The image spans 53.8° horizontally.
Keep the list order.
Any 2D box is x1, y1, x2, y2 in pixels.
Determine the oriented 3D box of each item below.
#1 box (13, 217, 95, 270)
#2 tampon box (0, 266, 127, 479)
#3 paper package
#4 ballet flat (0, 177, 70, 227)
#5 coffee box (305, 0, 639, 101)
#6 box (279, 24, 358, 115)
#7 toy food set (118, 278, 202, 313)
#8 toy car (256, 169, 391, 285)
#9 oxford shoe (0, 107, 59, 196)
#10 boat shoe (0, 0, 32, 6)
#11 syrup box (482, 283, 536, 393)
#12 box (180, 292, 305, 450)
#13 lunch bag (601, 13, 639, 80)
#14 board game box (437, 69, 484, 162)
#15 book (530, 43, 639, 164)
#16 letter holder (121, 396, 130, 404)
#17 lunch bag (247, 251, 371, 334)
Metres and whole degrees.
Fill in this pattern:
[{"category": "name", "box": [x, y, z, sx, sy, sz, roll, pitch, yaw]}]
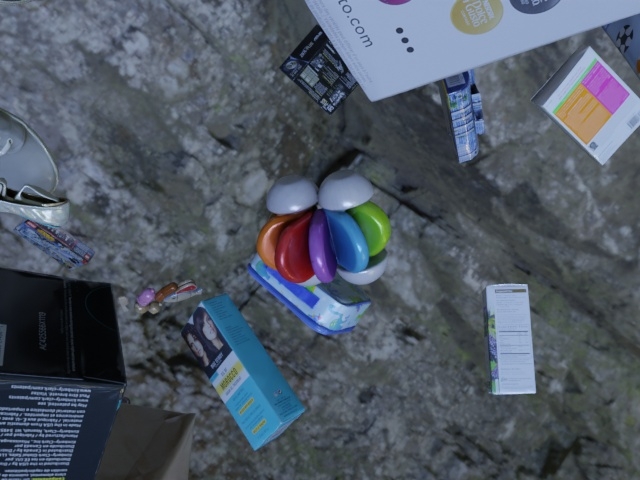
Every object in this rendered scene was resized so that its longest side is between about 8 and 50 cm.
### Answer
[{"category": "box", "box": [-0.515, 0.001, 1.220, 0.137, 0.027, 0.093, 42, 143, -26]}, {"category": "tampon box", "box": [-0.199, 0.115, 0.397, 0.101, 0.161, 0.120, 13, -160, -29]}, {"category": "paper package", "box": [-0.303, 0.437, 0.887, 0.168, 0.325, 0.309, 10, -167, 0]}, {"category": "ballet flat", "box": [-0.453, -0.066, 0.923, 0.168, 0.052, 0.057, 16, -154, -27]}, {"category": "coffee box", "box": [0.137, -0.415, 0.625, 0.334, 0.338, 0.338, -12, 142, 29]}, {"category": "box", "box": [0.008, -0.434, 1.619, 0.180, 0.147, 0.077, 31, -166, -50]}, {"category": "toy food set", "box": [-0.238, 0.087, 0.953, 0.078, 0.122, 0.019, 104, 147, -61]}, {"category": "toy car", "box": [0.000, 0.000, 0.840, 0.181, 0.136, 0.159, -3, 117, 21]}, {"category": "oxford shoe", "box": [-0.658, -0.200, 1.170, 0.130, 0.169, 0.449, 61, 179, 36]}, {"category": "boat shoe", "box": [-0.291, -0.357, 0.785, 0.092, 0.285, 0.103, 19, 130, 33]}, {"category": "syrup box", "box": [0.417, 0.220, 1.405, 0.096, 0.237, 0.093, -3, 168, 7]}, {"category": "box", "box": [-0.135, 0.217, 1.060, 0.060, 0.100, 0.244, -16, -118, -48]}, {"category": "lunch bag", "box": [0.678, -0.403, 0.975, 0.238, 0.386, 0.328, 12, -135, -23]}, {"category": "board game box", "box": [0.241, -0.237, 1.084, 0.194, 0.060, 0.194, 65, -164, -46]}, {"category": "book", "box": [0.369, -0.181, 0.853, 0.144, 0.096, 0.035, 34, -165, -24]}, {"category": "letter holder", "box": [-0.534, 0.422, 1.237, 0.214, 0.302, 0.152, -4, 144, 26]}, {"category": "lunch bag", "box": [-0.023, 0.084, 1.194, 0.219, 0.090, 0.176, 38, -168, 19]}]
